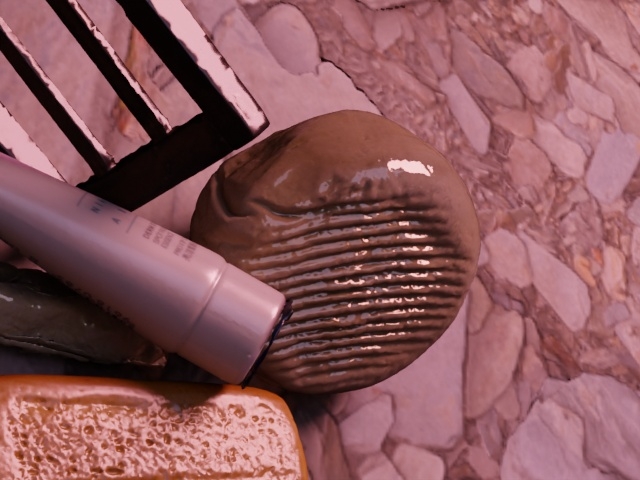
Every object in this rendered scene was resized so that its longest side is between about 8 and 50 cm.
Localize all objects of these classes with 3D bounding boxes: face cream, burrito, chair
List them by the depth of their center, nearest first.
[{"bbox_3d":[-0.132,-0.004,0.899,0.244,0.092,0.058,30,95,-4],"label":"face cream"},{"bbox_3d":[-0.158,0.037,0.919,0.185,0.041,0.045,16,101,-32],"label":"burrito"},{"bbox_3d":[-0.168,-0.245,0.931,0.416,0.203,0.240,49,44,-17],"label":"chair"}]

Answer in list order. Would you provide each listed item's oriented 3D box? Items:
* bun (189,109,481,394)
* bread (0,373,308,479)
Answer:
[{"bbox_3d":[0.000,0.000,1.004,0.173,0.166,0.113,25,12,-35],"label":"bun"},{"bbox_3d":[-0.099,0.131,0.890,0.200,0.077,0.116,6,66,-33],"label":"bread"}]
